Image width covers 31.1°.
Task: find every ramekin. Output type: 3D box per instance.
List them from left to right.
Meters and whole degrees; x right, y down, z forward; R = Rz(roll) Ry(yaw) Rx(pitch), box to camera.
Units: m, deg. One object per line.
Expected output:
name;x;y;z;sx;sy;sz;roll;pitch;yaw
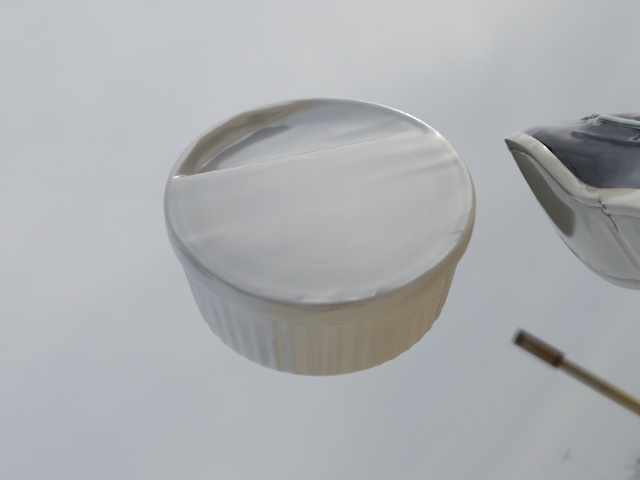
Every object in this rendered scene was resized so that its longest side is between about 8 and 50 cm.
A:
ramekin;0.000;0.000;1.024;0.273;0.273;0.127;-44;-31;-35

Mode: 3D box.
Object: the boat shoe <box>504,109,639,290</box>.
boat shoe;0.142;-0.022;0.498;0.065;0.075;0.206;-34;17;-2
